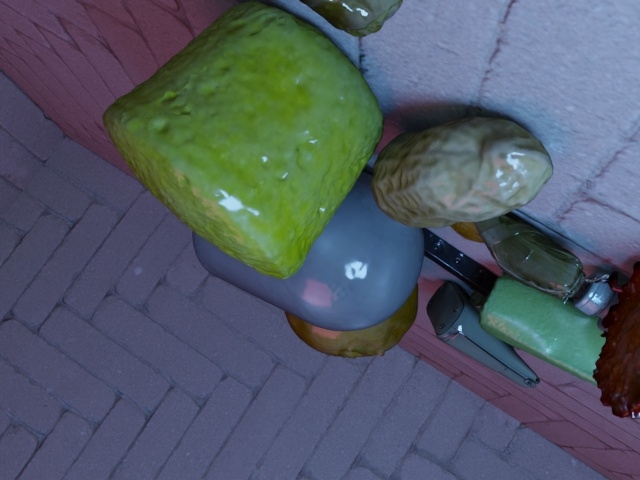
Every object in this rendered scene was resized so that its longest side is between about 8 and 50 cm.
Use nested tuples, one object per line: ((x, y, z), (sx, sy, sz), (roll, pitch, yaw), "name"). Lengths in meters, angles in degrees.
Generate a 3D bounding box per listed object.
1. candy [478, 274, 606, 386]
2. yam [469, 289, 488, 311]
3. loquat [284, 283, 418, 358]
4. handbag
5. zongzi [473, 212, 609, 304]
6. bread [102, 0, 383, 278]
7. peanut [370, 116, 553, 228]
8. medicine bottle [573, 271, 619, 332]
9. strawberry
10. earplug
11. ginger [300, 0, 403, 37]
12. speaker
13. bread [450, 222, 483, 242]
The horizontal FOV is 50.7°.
((0.451, 0.174, 1.199), (0.344, 0.132, 0.142), (27, 164, 32), "candy")
((0.396, 0.162, 1.464), (0.169, 0.068, 0.068), (44, 165, -25), "yam")
((0.068, 0.118, 1.568), (0.328, 0.328, 0.328), (32, 168, 8), "loquat")
((0.403, 0.228, 1.560), (0.315, 0.109, 0.241), (31, -163, -11), "handbag")
((0.305, 0.005, 1.000), (0.178, 0.081, 0.189), (46, 175, -26), "zongzi")
((-0.103, -0.146, 0.968), (0.348, 0.307, 0.348), (37, 174, 5), "bread")
((0.173, -0.085, 0.898), (0.153, 0.140, 0.325), (27, 169, -24), "peanut")
((0.499, 0.133, 1.021), (0.229, 0.083, 0.121), (34, 171, 5), "medicine bottle")
((0.471, 0.140, 0.870), (0.178, 0.233, 0.234), (19, 167, 2), "strawberry")
((0.000, 0.000, 1.292), (0.394, 0.312, 0.312), (24, 165, 30), "earplug")
((-0.019, -0.302, 0.625), (0.109, 0.116, 0.263), (-32, 115, 32), "ginger")
((0.273, 0.045, 1.377), (0.191, 0.040, 0.046), (34, 169, -1), "speaker")
((0.262, -0.026, 1.164), (0.110, 0.024, 0.110), (32, 169, 7), "bread")
